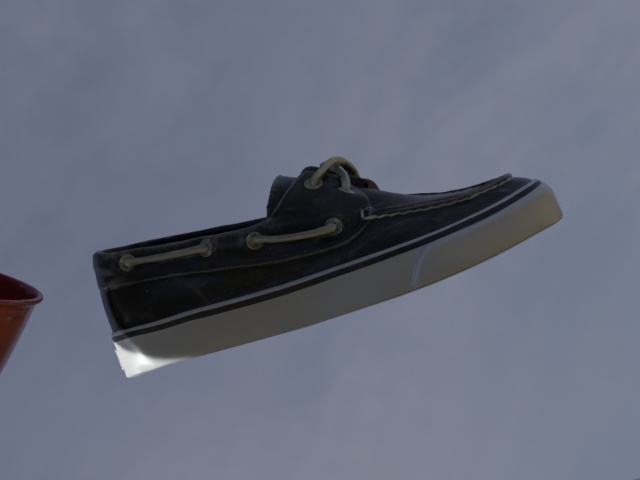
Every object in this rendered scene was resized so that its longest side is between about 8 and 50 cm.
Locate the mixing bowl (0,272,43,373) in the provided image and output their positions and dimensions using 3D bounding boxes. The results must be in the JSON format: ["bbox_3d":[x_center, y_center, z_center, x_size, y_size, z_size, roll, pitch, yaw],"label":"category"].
[{"bbox_3d":[-0.208,0.048,0.752,0.181,0.181,0.098,8,-85,-65],"label":"mixing bowl"}]

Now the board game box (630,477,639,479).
[{"bbox_3d":[0.071,0.130,0.371,0.303,0.097,0.224,-17,-32,17],"label":"board game box"}]

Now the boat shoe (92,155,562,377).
[{"bbox_3d":[0.000,0.000,0.879,0.219,0.070,0.078,-18,1,7],"label":"boat shoe"}]
